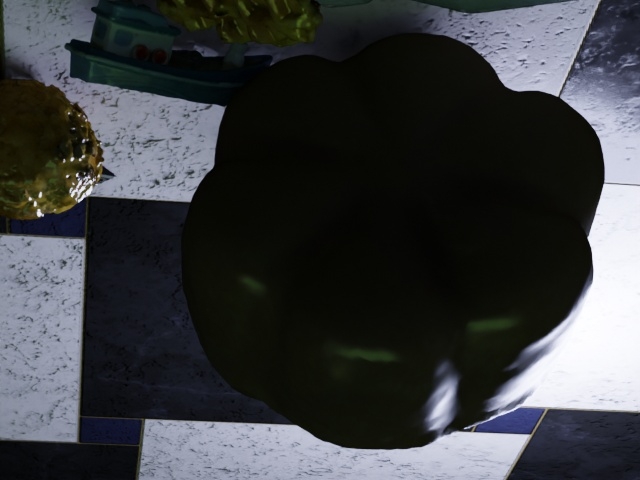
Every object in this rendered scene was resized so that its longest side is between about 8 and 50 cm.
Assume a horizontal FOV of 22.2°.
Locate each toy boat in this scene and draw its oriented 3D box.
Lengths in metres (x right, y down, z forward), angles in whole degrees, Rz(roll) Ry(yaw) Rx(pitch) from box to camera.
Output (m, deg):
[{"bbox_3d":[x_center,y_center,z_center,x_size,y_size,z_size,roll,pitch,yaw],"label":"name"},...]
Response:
[{"bbox_3d":[-0.160,-0.206,1.807,0.237,0.098,0.109,8,-170,-31],"label":"toy boat"}]

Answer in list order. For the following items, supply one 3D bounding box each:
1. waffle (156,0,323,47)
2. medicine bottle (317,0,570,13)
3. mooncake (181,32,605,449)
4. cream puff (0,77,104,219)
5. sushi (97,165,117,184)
[{"bbox_3d":[-0.123,-0.306,1.558,0.307,0.060,0.312,29,155,8],"label":"waffle"},{"bbox_3d":[0.128,-0.325,1.475,0.290,0.245,0.245,-4,149,18],"label":"medicine bottle"},{"bbox_3d":[0.077,-0.011,1.777,0.467,0.467,0.262,0,146,-2],"label":"mooncake"},{"bbox_3d":[-0.336,-0.109,1.865,0.189,0.189,0.129,11,139,-19],"label":"cream puff"},{"bbox_3d":[-0.341,-0.077,2.055,0.126,0.026,0.120,-23,142,29],"label":"sushi"}]
